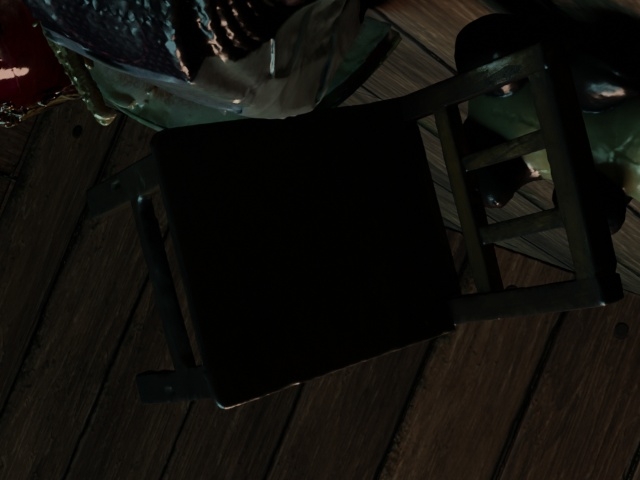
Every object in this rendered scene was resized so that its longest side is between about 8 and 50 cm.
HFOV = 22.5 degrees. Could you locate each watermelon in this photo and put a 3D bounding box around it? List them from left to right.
[{"bbox_3d":[-0.067,-0.181,1.400,0.305,0.224,0.180,25,141,22],"label":"watermelon"}]

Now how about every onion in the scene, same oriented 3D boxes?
[{"bbox_3d":[-0.344,-0.231,1.648,0.314,0.232,0.314,-18,-168,4],"label":"onion"}]

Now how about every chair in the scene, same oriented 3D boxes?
[{"bbox_3d":[0.000,0.000,1.169,0.241,0.203,0.416,-13,179,-19],"label":"chair"}]

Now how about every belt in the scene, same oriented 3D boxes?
[{"bbox_3d":[-0.056,-0.175,0.994,0.164,0.184,0.289,16,-179,21],"label":"belt"}]

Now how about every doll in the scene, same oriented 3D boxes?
[{"bbox_3d":[0.200,-0.090,1.188,0.135,0.143,0.234,-20,-150,-41],"label":"doll"}]

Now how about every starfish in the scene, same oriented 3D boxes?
[{"bbox_3d":[-0.187,-0.191,1.120,0.295,0.048,0.231,85,167,-52],"label":"starfish"}]
